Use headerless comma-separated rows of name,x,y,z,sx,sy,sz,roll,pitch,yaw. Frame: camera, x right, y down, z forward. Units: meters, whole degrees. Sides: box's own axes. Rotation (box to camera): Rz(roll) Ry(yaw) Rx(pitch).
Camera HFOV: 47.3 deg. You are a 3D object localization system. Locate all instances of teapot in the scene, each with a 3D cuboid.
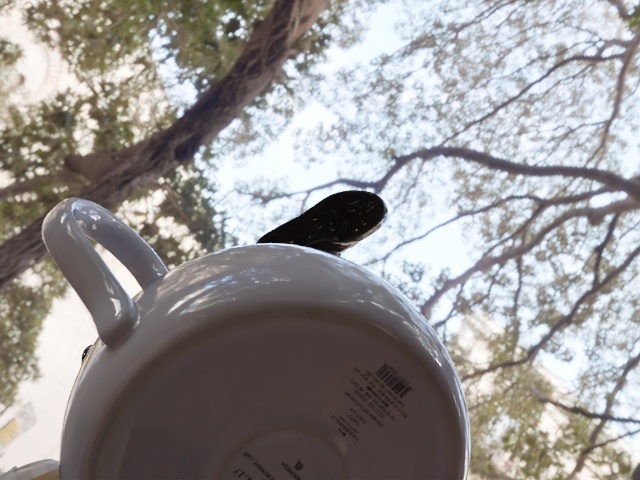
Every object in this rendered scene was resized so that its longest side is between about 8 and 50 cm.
teapot,-0.043,0.104,0.472,0.187,0.252,0.256,-129,-140,-70

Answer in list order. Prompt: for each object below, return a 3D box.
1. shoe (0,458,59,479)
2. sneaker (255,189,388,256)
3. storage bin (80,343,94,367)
shoe,-0.271,0.185,0.504,0.076,0.219,0.058,-45,-114,32
sneaker,0.001,0.002,0.725,0.170,0.089,0.051,-23,-110,21
storage bin,-0.323,0.244,1.286,0.084,0.180,0.122,1,-93,36
